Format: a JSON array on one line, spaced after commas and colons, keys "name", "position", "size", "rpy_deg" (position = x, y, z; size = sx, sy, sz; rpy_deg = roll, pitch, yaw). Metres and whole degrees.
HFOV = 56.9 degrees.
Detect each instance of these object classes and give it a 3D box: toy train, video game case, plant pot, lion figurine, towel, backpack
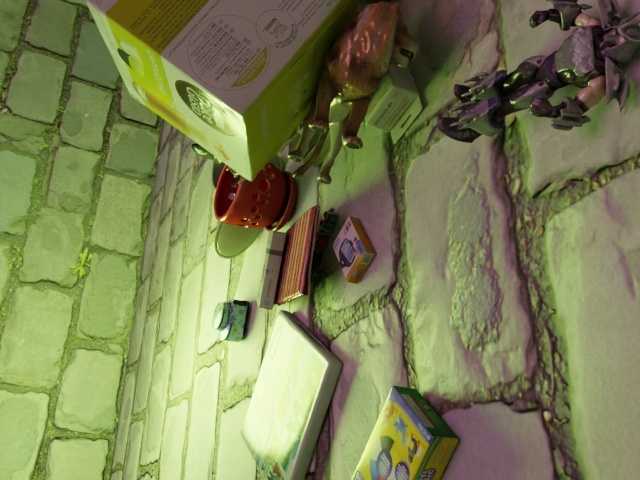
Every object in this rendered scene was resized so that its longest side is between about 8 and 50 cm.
[{"name": "toy train", "position": [0.000, 0.000, 1.325], "size": [0.158, 0.027, 0.036], "rpy_deg": [-66, 31, 20]}, {"name": "video game case", "position": [-0.075, 0.355, 1.292], "size": [0.300, 0.036, 0.329], "rpy_deg": [31, 105, 63]}, {"name": "plant pot", "position": [-0.165, -0.122, 1.543], "size": [0.191, 0.174, 0.191], "rpy_deg": [-38, 45, 51]}, {"name": "lion figurine", "position": [0.035, -0.270, 1.130], "size": [0.392, 0.142, 0.240], "rpy_deg": [-24, 49, 66]}, {"name": "towel", "position": [-0.053, 0.043, 1.338], "size": [0.275, 0.031, 0.199], "rpy_deg": [146, 133, -71]}, {"name": "backpack", "position": [-0.256, 0.225, 1.655], "size": [0.105, 0.084, 0.114], "rpy_deg": [-21, 62, 62]}]

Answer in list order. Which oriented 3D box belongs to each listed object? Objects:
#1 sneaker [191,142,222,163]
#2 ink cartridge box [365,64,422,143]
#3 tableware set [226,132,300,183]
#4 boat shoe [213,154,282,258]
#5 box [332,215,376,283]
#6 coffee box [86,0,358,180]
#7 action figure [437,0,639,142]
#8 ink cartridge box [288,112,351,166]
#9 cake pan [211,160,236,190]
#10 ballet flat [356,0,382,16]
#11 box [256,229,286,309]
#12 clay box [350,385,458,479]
[{"name": "sneaker", "position": [-0.341, -0.402, 1.956], "size": [0.109, 0.130, 0.286], "rpy_deg": [29, 102, 65]}, {"name": "ink cartridge box", "position": [0.132, -0.292, 1.169], "size": [0.104, 0.061, 0.181], "rpy_deg": [-52, 36, 41]}, {"name": "tableware set", "position": [-0.148, -0.234, 1.414], "size": [0.194, 0.039, 0.128], "rpy_deg": [-38, 40, 6]}, {"name": "boat shoe", "position": [-0.218, -0.112, 1.700], "size": [0.340, 0.127, 0.113], "rpy_deg": [-68, 25, 15]}, {"name": "box", "position": [0.063, 0.013, 1.195], "size": [0.081, 0.028, 0.136], "rpy_deg": [-61, 32, 28]}, {"name": "coffee box", "position": [-0.164, -0.379, 1.130], "size": [0.338, 0.334, 0.337], "rpy_deg": [-52, -4, -13]}, {"name": "action figure", "position": [0.292, -0.215, 0.781], "size": [0.285, 0.099, 0.185], "rpy_deg": [-21, 50, 54]}, {"name": "ink cartridge box", "position": [0.002, -0.327, 1.414], "size": [0.193, 0.088, 0.234], "rpy_deg": [-43, 41, 50]}, {"name": "cake pan", "position": [-0.300, -0.306, 2.034], "size": [0.293, 0.054, 0.293], "rpy_deg": [-38, 45, 51]}, {"name": "ballet flat", "position": [0.066, -0.553, 1.393], "size": [0.348, 0.123, 0.123], "rpy_deg": [25, 100, 63]}, {"name": "box", "position": [-0.123, 0.068, 1.467], "size": [0.145, 0.038, 0.186], "rpy_deg": [-167, 87, -82]}, {"name": "clay box", "position": [0.115, 0.351, 0.898], "size": [0.222, 0.053, 0.127], "rpy_deg": [-69, 27, 13]}]
